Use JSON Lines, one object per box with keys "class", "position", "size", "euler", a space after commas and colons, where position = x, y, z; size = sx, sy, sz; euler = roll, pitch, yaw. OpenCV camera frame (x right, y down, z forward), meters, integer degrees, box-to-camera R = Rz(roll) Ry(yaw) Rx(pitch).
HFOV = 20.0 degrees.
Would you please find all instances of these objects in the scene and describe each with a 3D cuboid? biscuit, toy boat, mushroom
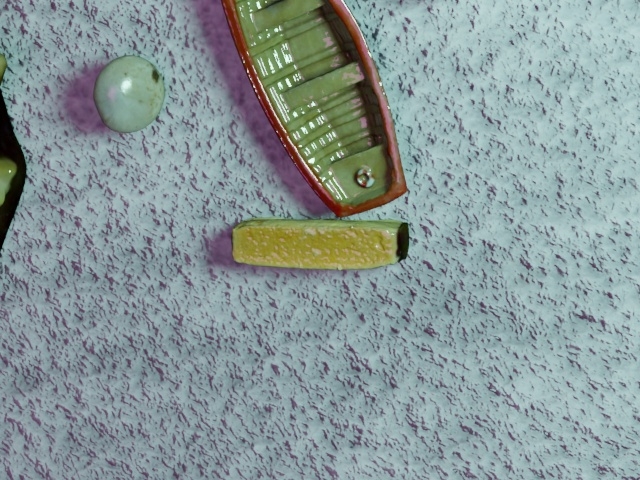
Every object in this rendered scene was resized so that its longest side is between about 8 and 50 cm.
{"class": "biscuit", "position": [0.000, 0.000, 1.947], "size": [0.188, 0.056, 0.052], "euler": [2, 109, 14]}
{"class": "toy boat", "position": [-0.020, -0.214, 1.876], "size": [0.136, 0.079, 0.392], "euler": [-21, 101, 23]}
{"class": "mushroom", "position": [-0.213, -0.161, 1.958], "size": [0.079, 0.085, 0.085], "euler": [33, 120, 49]}

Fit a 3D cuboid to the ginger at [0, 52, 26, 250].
{"class": "ginger", "position": [-0.526, -0.062, 2.000], "size": [0.358, 0.211, 0.413], "euler": [22, 112, 11]}
